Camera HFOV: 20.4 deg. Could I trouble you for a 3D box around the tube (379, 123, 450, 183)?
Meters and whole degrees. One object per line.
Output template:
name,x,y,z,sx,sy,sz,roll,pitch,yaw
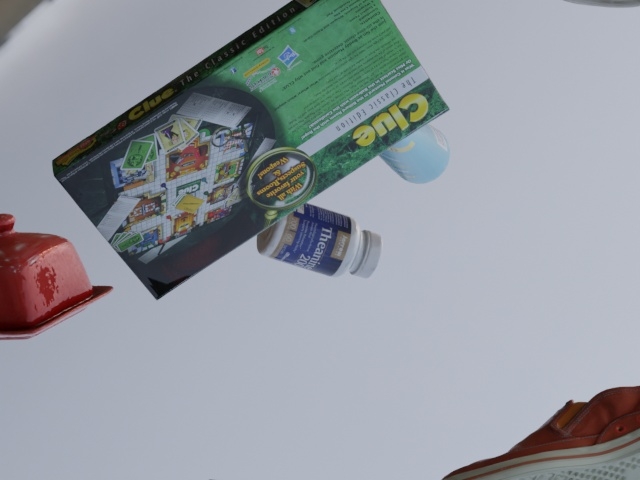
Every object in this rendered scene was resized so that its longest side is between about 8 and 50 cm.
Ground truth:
tube,0.058,-0.089,1.443,0.052,0.080,0.207,-62,161,0

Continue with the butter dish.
butter dish,-0.316,0.031,1.803,0.160,0.118,0.160,-2,-166,28

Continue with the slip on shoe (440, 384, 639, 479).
slip on shoe,0.261,0.220,1.827,0.331,0.123,0.101,-19,-135,-9

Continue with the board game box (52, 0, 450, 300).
board game box,-0.049,-0.076,1.278,0.259,0.136,0.030,-33,-149,4

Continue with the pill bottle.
pill bottle,0.000,0.000,1.837,0.067,0.120,0.067,-163,-90,-72

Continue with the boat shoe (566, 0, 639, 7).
boat shoe,0.358,-0.313,1.865,0.335,0.112,0.095,-11,-164,-11
